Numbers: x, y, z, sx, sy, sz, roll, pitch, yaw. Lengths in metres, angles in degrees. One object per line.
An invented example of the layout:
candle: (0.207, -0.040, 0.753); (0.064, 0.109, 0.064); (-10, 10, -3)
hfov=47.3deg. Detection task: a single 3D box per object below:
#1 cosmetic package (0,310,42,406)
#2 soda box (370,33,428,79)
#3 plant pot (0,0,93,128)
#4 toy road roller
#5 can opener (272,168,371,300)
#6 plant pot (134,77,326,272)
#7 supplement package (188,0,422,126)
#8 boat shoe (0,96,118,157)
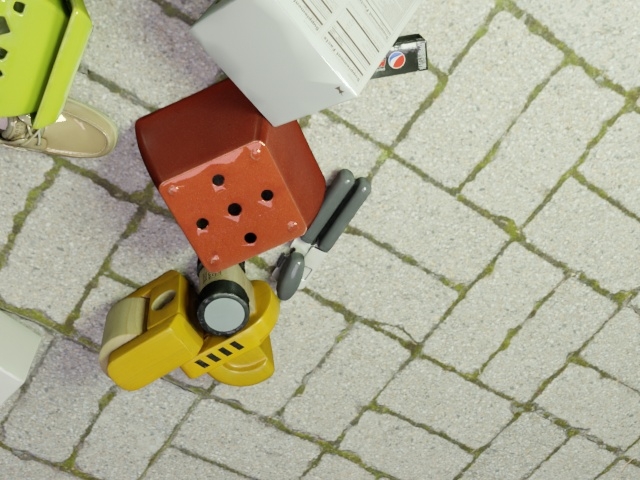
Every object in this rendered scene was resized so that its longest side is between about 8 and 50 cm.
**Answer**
cosmetic package: (-0.738, 0.181, 1.353); (0.197, 0.155, 0.365); (-41, 116, 15)
soda box: (0.096, -0.310, 1.251); (0.169, 0.060, 0.053); (-9, 118, -2)
plant pot: (-0.470, -0.304, 1.081); (0.207, 0.228, 0.227); (14, 114, -32)
toy road roller: (-0.228, 0.185, 1.395); (0.329, 0.202, 0.240); (-28, 119, 6)
can opener: (0.000, 0.000, 1.385); (0.076, 0.095, 0.283); (24, 119, -20)
plant pot: (-0.146, -0.100, 1.234); (0.267, 0.236, 0.267); (-23, 119, 6)
supplement package: (-0.010, -0.342, 1.070); (0.198, 0.199, 0.263); (46, 59, -26)
boat shoe: (-0.493, -0.194, 1.213); (0.302, 0.098, 0.109); (16, 115, -16)
